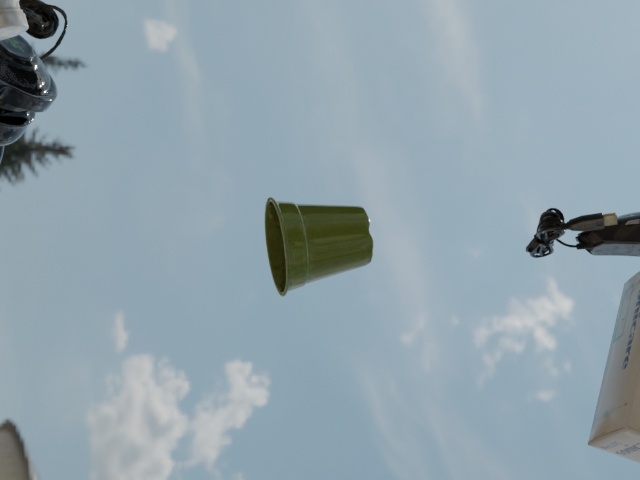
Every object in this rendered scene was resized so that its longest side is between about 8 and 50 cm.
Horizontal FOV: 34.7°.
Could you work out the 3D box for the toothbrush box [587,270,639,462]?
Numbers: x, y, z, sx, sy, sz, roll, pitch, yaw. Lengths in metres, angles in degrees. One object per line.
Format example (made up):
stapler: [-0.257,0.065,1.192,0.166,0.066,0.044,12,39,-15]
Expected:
toothbrush box: [0.480,0.170,1.156,0.126,0.296,0.216,110,-2,-68]

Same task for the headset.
headset: [-0.386,-0.149,1.041,0.243,0.185,0.394,-38,-161,41]

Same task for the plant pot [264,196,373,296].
plant pot: [0.000,0.000,0.858,0.083,0.079,0.083,172,-90,-76]

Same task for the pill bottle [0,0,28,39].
pill bottle: [-0.178,-0.146,0.529,0.043,0.043,0.083,-10,-82,61]

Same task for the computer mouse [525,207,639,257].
computer mouse: [0.437,-0.023,1.505,0.184,0.262,0.060,61,29,-72]
